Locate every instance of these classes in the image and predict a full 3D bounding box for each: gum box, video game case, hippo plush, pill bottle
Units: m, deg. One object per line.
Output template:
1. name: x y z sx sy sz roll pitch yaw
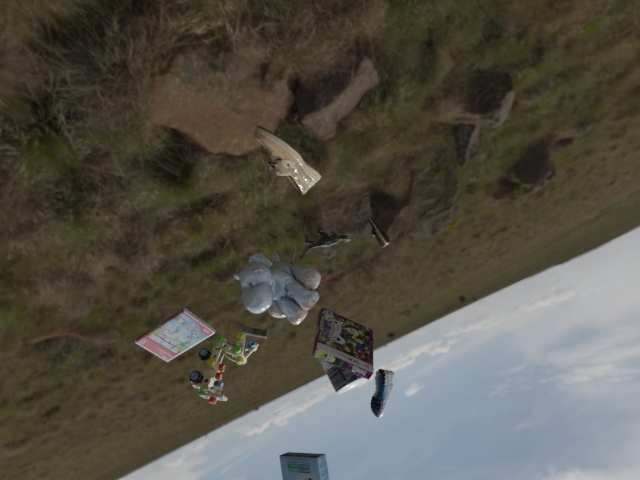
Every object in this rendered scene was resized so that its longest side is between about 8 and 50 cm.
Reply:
1. gum box: -0.038 0.699 1.387 0.156 0.185 0.041 -19 165 40
2. video game case: 0.082 0.348 1.685 0.042 0.210 0.232 -61 -173 26
3. video game case: -0.315 0.439 2.361 0.121 0.011 0.087 12 -171 -4
4. hippo plush: -0.152 0.142 1.702 0.234 0.295 0.236 -15 162 36
5. pill bottle: 0.068 0.505 2.072 0.130 0.246 0.130 -24 154 -12
6. video game case: -0.643 0.424 2.187 0.285 0.025 0.204 -32 130 12

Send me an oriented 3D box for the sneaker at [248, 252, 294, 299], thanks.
1. sneaker: -0.177 0.144 1.938 0.094 0.258 0.091 -39 -172 24

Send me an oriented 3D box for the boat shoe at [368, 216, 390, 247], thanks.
1. boat shoe: 0.248 -0.036 2.169 0.049 0.152 0.056 -44 149 24

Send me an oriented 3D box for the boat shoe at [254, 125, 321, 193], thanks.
1. boat shoe: -0.126 -0.276 1.749 0.110 0.121 0.341 -50 134 2

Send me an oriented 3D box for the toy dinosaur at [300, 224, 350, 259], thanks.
1. toy dinosaur: 0.000 0.000 2.048 0.268 0.118 0.064 -21 129 -29

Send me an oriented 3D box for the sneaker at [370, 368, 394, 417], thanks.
1. sneaker: 0.250 0.590 1.903 0.082 0.191 0.071 8 -175 -38

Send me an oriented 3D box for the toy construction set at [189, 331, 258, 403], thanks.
1. toy construction set: -0.402 0.517 1.987 0.214 0.328 0.151 9 130 11
